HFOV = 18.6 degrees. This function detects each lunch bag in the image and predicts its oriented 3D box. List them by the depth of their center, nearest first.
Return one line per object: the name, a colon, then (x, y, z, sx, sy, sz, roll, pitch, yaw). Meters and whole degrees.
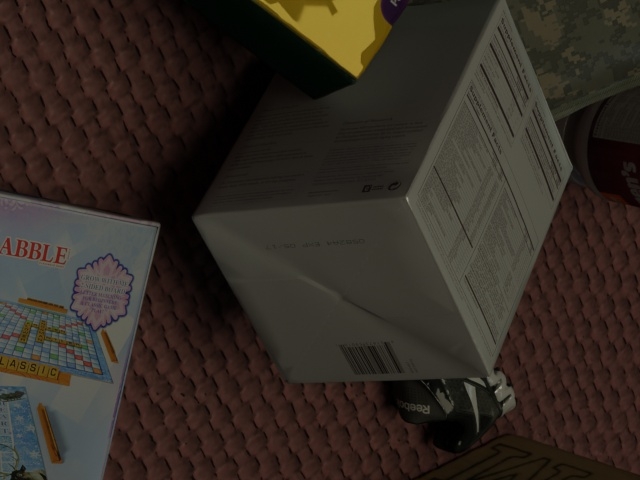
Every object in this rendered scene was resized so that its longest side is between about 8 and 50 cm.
lunch bag: (0.159, -0.224, 1.753, 0.287, 0.169, 0.235, -23, 127, 3)

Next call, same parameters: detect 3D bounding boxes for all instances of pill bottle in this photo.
pill bottle: (0.327, -0.090, 1.904, 0.121, 0.221, 0.121, -10, 105, -39)

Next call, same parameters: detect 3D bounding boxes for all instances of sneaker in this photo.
sneaker: (0.104, 0.118, 1.853, 0.106, 0.078, 0.234, -52, 129, -23)

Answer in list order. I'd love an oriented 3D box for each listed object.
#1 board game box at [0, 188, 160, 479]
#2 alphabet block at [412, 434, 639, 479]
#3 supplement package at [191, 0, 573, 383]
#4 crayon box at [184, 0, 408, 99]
board game box: (-0.298, 0.110, 1.514, 0.319, 0.066, 0.318, 12, 91, -41)
alphabet block: (0.199, 0.322, 1.899, 0.193, 0.197, 0.192, -19, 112, -36)
supplement package: (0.061, -0.042, 1.636, 0.198, 0.199, 0.262, 63, 38, -34)
crayon box: (-0.018, -0.352, 1.564, 0.313, 0.106, 0.363, 36, 74, -14)
